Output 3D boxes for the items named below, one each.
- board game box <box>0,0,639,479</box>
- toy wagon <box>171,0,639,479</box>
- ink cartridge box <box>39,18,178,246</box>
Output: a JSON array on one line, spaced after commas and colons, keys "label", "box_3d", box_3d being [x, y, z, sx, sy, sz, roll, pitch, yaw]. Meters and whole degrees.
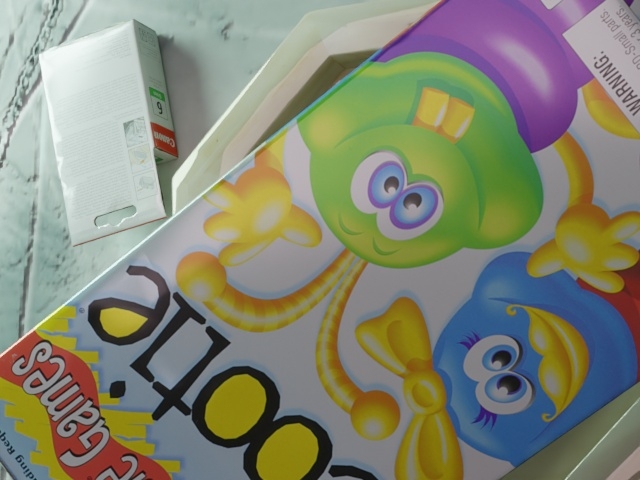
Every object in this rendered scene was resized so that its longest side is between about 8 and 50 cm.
[{"label": "board game box", "box_3d": [0.027, 0.020, 0.524, 0.275, 0.144, 0.142, -38, 88, 12]}, {"label": "toy wagon", "box_3d": [0.081, 0.044, 0.631, 0.344, 0.068, 0.267, 43, 99, 20]}, {"label": "ink cartridge box", "box_3d": [-0.114, -0.057, 0.754, 0.063, 0.029, 0.115, -16, 77, 20]}]
